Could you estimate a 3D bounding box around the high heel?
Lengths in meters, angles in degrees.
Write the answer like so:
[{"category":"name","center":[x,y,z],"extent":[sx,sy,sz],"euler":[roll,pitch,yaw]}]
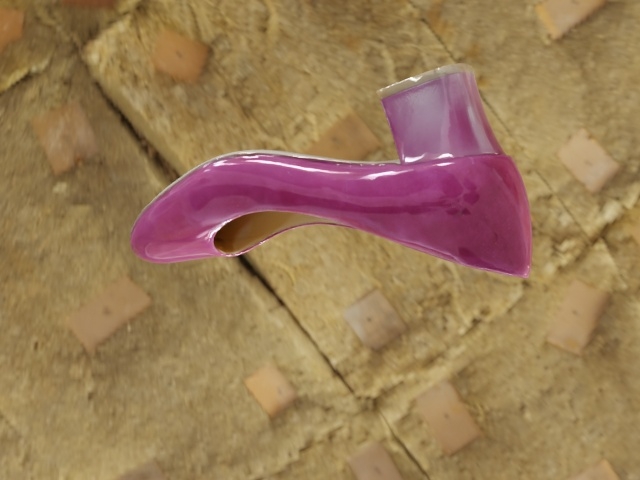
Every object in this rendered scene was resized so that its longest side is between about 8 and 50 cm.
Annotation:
[{"category":"high heel","center":[0.000,0.000,0.785],"extent":[0.244,0.082,0.117],"euler":[-21,-102,24]}]
